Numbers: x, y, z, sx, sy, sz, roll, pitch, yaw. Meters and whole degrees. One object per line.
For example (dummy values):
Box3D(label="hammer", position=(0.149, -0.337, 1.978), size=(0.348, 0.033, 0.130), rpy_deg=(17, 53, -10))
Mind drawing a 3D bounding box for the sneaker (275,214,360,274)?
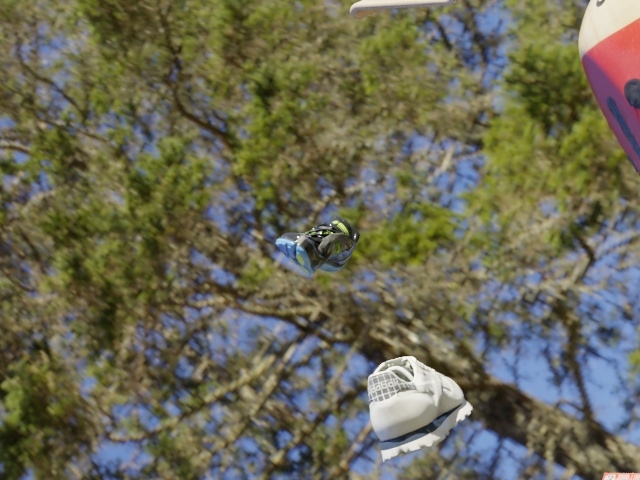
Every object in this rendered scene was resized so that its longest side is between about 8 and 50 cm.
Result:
Box3D(label="sneaker", position=(0.000, 0.000, 1.673), size=(0.078, 0.067, 0.188), rpy_deg=(-52, -16, 14))

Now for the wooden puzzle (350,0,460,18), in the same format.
Box3D(label="wooden puzzle", position=(0.182, -0.356, 1.691), size=(0.221, 0.238, 0.044), rpy_deg=(-29, -72, -30))

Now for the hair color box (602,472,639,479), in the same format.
Box3D(label="hair color box", position=(0.635, 0.499, 2.467), size=(0.093, 0.167, 0.053), rpy_deg=(57, -134, -28))

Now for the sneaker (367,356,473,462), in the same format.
Box3D(label="sneaker", position=(0.106, 0.170, 1.414), size=(0.090, 0.235, 0.095), rpy_deg=(-25, -92, 12))

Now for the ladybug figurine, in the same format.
Box3D(label="ladybug figurine", position=(0.517, -0.193, 1.854), size=(0.162, 0.449, 0.305), rpy_deg=(-28, -10, -2))
